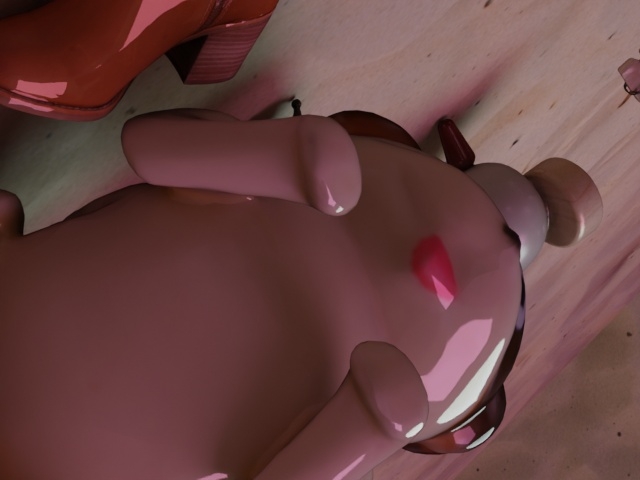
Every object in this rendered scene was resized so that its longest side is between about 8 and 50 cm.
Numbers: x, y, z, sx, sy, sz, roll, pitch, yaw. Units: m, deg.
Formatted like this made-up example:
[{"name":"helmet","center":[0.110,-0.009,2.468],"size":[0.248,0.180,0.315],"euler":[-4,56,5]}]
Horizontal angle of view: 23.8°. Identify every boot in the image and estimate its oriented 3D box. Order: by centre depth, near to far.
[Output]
[{"name":"boot","center":[-0.091,-0.146,0.779],"size":[0.197,0.073,0.152],"euler":[-20,146,-45]}]

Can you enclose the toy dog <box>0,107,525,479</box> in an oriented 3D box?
[{"name":"toy dog","center":[-0.058,0.073,0.904],"size":[0.408,0.285,0.395],"euler":[-18,164,-21]}]

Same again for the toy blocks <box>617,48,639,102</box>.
[{"name":"toy blocks","center":[0.309,-0.232,1.028],"size":[0.309,0.288,0.260],"euler":[-41,169,9]}]

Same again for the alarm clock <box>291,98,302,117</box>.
[{"name":"alarm clock","center":[0.000,0.000,1.104],"size":[0.129,0.192,0.064],"euler":[-37,164,-10]}]

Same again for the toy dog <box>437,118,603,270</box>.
[{"name":"toy dog","center":[0.112,-0.008,1.474],"size":[0.333,0.161,0.220],"euler":[-36,173,42]}]
